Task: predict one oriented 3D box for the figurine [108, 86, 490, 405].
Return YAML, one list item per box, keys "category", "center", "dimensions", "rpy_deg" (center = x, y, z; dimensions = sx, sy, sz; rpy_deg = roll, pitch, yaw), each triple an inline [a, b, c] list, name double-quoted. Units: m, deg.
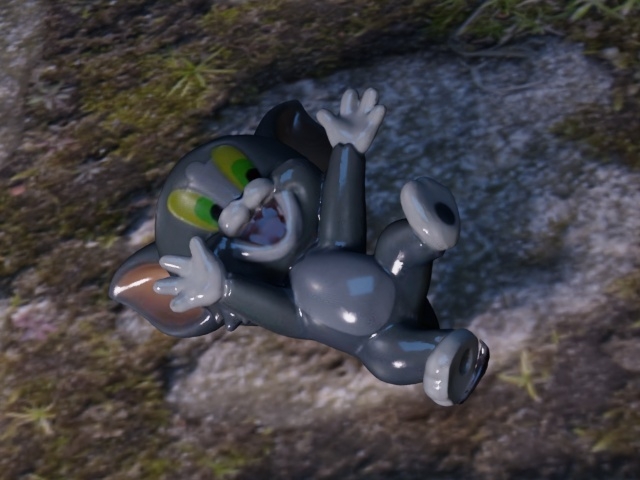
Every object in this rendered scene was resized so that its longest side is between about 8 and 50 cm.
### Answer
- category: "figurine"
  center: [0.004, 0.003, 0.981]
  dimensions: [0.265, 0.140, 0.193]
  rpy_deg: [29, 79, 20]
